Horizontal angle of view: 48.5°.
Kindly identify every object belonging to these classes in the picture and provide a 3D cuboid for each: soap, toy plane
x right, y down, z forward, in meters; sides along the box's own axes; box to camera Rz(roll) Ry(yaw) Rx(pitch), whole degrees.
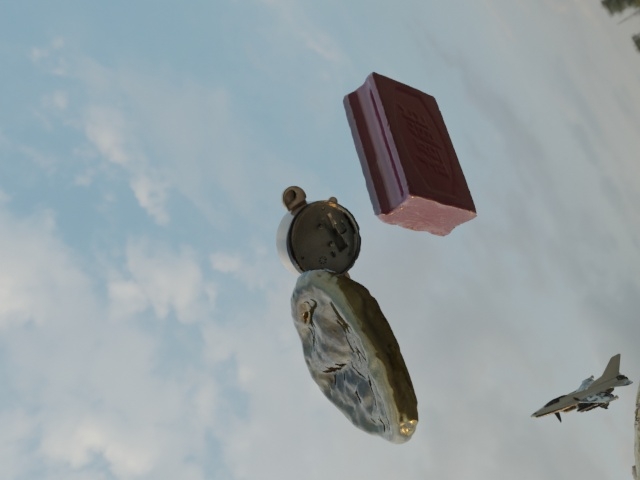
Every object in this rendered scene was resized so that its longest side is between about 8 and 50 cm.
[{"bbox_3d":[0.204,-0.200,1.665,0.233,0.128,0.359,12,-127,-38],"label":"soap"},{"bbox_3d":[0.570,0.341,1.530,0.082,0.234,0.160,52,-175,-2],"label":"toy plane"}]

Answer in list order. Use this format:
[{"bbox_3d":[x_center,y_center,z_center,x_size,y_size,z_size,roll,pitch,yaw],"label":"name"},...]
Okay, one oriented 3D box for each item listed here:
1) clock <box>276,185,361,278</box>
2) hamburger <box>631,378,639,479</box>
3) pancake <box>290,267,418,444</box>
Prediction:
[{"bbox_3d":[0.000,0.000,1.317,0.156,0.063,0.229,-32,-74,-21],"label":"clock"},{"bbox_3d":[0.463,0.193,0.672,0.174,0.305,0.284,-43,-49,-58],"label":"hamburger"},{"bbox_3d":[0.043,0.176,1.058,0.050,0.294,0.294,-26,-94,-27],"label":"pancake"}]
